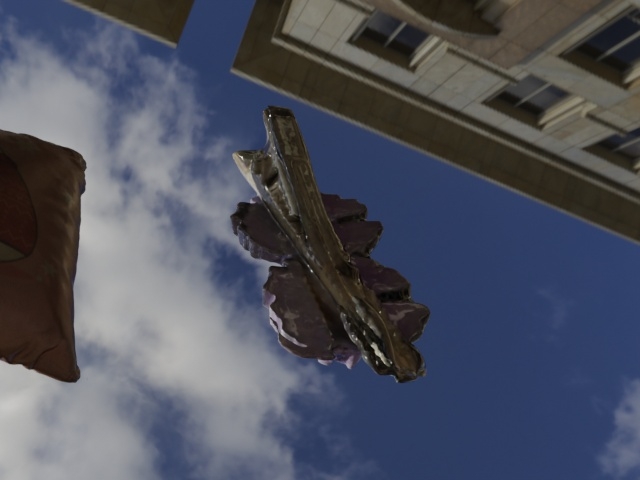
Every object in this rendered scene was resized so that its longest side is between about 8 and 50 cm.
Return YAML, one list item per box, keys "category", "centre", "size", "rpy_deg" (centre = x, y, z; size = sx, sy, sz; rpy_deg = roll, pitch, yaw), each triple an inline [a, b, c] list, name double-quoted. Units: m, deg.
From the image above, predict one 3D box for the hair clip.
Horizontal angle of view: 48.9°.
- category: "hair clip"
  centre: [0.000, 0.000, 0.480]
  size: [0.106, 0.085, 0.292]
  rpy_deg: [4, -147, -24]

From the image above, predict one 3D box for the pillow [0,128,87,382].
- category: "pillow"
  centre: [-0.277, -0.015, 0.497]
  size: [0.236, 0.084, 0.223]
  rpy_deg: [19, -141, -31]
